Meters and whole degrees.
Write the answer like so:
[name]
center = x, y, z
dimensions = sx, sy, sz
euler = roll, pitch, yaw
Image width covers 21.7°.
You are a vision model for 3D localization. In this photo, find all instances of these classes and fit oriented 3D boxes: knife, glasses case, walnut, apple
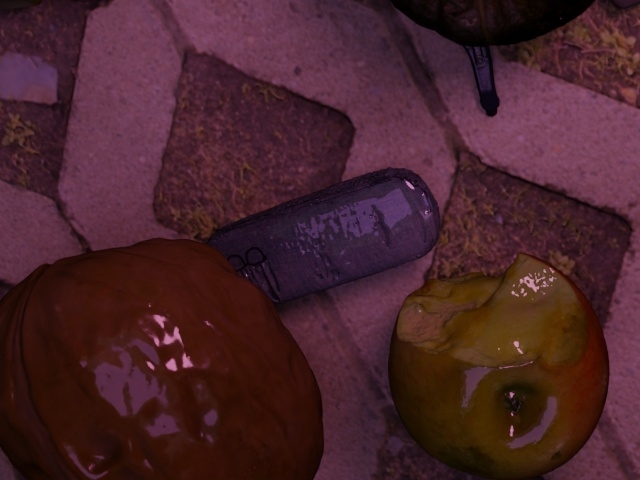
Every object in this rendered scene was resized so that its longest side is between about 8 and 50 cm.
[knife]
center = 0.173, -0.192, 1.819
dimensions = 0.031, 0.018, 0.121
euler = -14, 104, 7
[glasses case]
center = 0.000, 0.000, 1.880
dimensions = 0.282, 0.067, 0.109
euler = -17, 106, 18
[walnut]
center = -0.186, 0.182, 1.831
dimensions = 0.398, 0.308, 0.354
euler = 50, 143, -13
[apple]
center = 0.193, 0.138, 1.803
dimensions = 0.246, 0.226, 0.246
euler = 2, 106, 7

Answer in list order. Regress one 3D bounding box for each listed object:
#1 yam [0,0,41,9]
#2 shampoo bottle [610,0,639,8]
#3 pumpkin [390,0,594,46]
[yam]
center = -0.376, -0.300, 1.860
dimensions = 0.146, 0.070, 0.070
euler = 33, 109, 0
[shampoo bottle]
center = 0.371, -0.306, 1.738
dimensions = 0.165, 0.040, 0.080
euler = -21, 96, 16
[pumpkin]
center = 0.168, -0.354, 1.677
dimensions = 0.320, 0.192, 0.320
euler = 2, 102, 11
